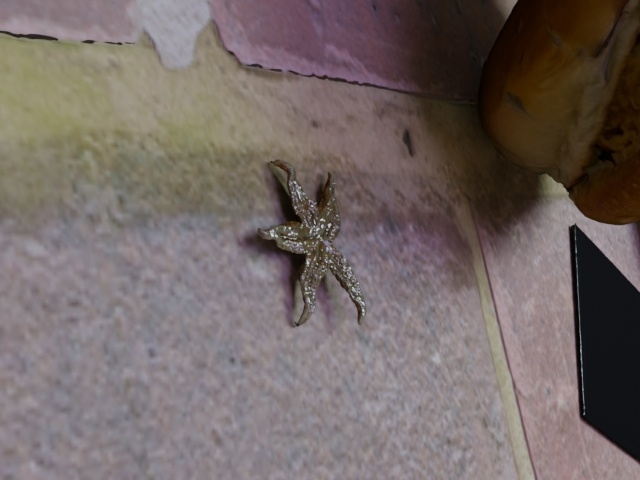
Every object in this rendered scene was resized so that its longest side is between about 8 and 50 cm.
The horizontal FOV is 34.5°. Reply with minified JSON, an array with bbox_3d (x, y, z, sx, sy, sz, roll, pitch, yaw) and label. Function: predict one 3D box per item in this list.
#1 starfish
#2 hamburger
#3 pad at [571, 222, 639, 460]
[{"bbox_3d":[0.000,0.000,0.509,0.092,0.016,0.086,58,37,-14],"label":"starfish"},{"bbox_3d":[0.231,-0.161,0.687,0.170,0.290,0.314,36,21,6],"label":"hamburger"},{"bbox_3d":[0.268,0.108,0.873,0.245,0.006,0.170,36,49,-43],"label":"pad"}]
